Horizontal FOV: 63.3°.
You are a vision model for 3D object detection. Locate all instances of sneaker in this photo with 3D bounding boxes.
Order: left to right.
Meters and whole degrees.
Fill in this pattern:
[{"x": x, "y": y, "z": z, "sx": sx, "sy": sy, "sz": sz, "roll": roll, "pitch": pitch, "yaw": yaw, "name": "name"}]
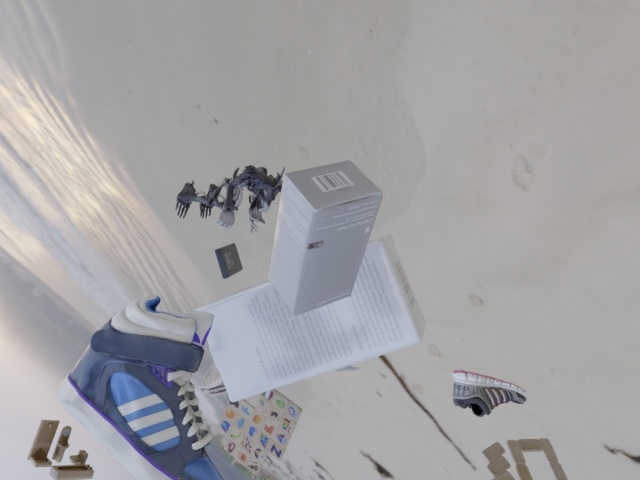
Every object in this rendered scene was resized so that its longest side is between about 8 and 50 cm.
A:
[{"x": -0.215, "y": 0.231, "z": 0.804, "sx": 0.322, "sy": 0.236, "sz": 0.130, "roll": 37, "pitch": 167, "yaw": 7, "name": "sneaker"}, {"x": 0.308, "y": 0.290, "z": 0.960, "sx": 0.170, "sy": 0.075, "sz": 0.063, "roll": 18, "pitch": 171, "yaw": -24, "name": "sneaker"}]

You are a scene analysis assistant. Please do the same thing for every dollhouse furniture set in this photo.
[{"x": -0.778, "y": 0.640, "z": 1.591, "sx": 0.151, "sy": 0.123, "sz": 0.144, "roll": 12, "pitch": 171, "yaw": 42, "name": "dollhouse furniture set"}]

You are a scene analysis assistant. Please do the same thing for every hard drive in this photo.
[{"x": -0.287, "y": 0.062, "z": 1.636, "sx": 0.135, "sy": 0.022, "sz": 0.094, "roll": -33, "pitch": -73, "yaw": -77, "name": "hard drive"}]

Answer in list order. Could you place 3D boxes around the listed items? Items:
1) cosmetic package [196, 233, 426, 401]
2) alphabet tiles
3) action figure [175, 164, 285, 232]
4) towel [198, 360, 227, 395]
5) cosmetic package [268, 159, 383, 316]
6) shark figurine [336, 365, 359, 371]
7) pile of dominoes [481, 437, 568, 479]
[{"x": -0.019, "y": 0.172, "z": 1.165, "sx": 0.161, "sy": 0.453, "sz": 0.230, "roll": -19, "pitch": -92, "yaw": -75, "name": "cosmetic package"}, {"x": -0.164, "y": 0.469, "z": 1.318, "sx": 0.198, "sy": 0.237, "sz": 0.009, "roll": 29, "pitch": -164, "yaw": 24, "name": "alphabet tiles"}, {"x": -0.176, "y": -0.086, "z": 1.139, "sx": 0.275, "sy": 0.141, "sz": 0.164, "roll": -5, "pitch": 170, "yaw": 32, "name": "action figure"}, {"x": -0.213, "y": 0.367, "z": 1.535, "sx": 0.282, "sy": 0.187, "sz": 0.049, "roll": -15, "pitch": 112, "yaw": 18, "name": "towel"}, {"x": 0.000, "y": 0.000, "z": 0.837, "sx": 0.107, "sy": 0.127, "sz": 0.238, "roll": 50, "pitch": 145, "yaw": 37, "name": "cosmetic package"}, {"x": 0.001, "y": 0.214, "z": 1.357, "sx": 0.166, "sy": 0.278, "sz": 0.116, "roll": 10, "pitch": 140, "yaw": -29, "name": "shark figurine"}, {"x": 0.465, "y": 0.566, "z": 1.146, "sx": 0.195, "sy": 0.251, "sz": 0.040, "roll": 5, "pitch": 132, "yaw": -13, "name": "pile of dominoes"}]
